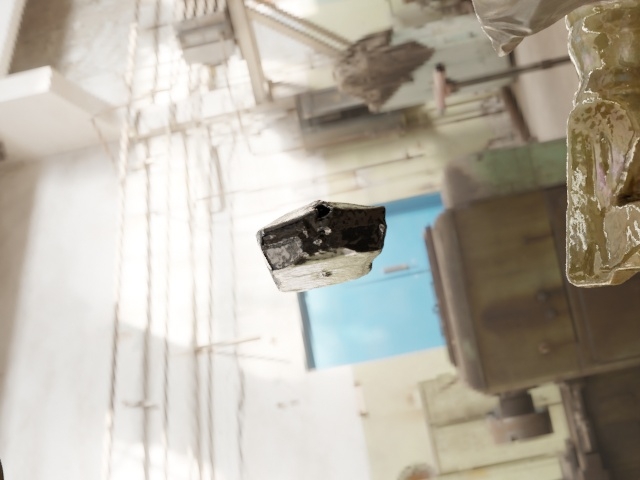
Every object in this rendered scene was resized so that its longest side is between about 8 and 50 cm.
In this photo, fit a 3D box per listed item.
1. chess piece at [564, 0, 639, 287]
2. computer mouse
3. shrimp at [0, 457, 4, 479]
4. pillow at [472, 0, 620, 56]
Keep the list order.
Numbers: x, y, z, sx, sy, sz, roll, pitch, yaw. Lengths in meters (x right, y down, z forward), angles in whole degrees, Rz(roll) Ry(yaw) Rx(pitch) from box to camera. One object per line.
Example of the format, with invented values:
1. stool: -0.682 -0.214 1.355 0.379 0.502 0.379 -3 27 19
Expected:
1. chess piece: 0.301 -0.103 1.058 0.137 0.137 0.301 55 -141 -81
2. computer mouse: 0.000 0.000 1.018 0.217 0.122 0.073 104 153 -80
3. shrimp: -0.359 0.241 1.056 0.145 0.059 0.254 69 177 -53
4. pillow: 0.227 -0.244 0.815 0.067 0.270 0.173 -118 14 -51
